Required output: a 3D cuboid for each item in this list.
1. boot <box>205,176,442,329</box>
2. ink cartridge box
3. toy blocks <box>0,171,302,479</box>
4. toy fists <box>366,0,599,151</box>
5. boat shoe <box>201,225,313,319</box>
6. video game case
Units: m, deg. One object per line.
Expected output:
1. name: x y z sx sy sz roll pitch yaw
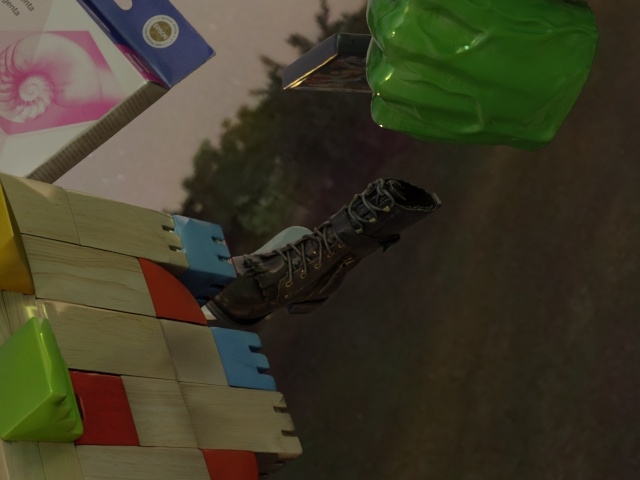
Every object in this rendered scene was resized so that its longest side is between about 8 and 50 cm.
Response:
1. boot: 0.000 0.000 1.331 0.229 0.091 0.263 -39 -18 30
2. ink cartridge box: -0.351 -0.242 1.364 0.330 0.324 0.071 -40 -14 -7
3. toy blocks: -0.130 0.112 0.745 0.191 0.261 0.381 -39 57 29
4. toy fists: 0.116 -0.185 0.724 0.096 0.142 0.279 -110 36 -50
5. boat shoe: -0.092 0.060 1.650 0.219 0.078 0.070 -30 -27 -31
6. video game case: 0.099 -0.250 1.680 0.275 0.248 0.035 173 98 -73
